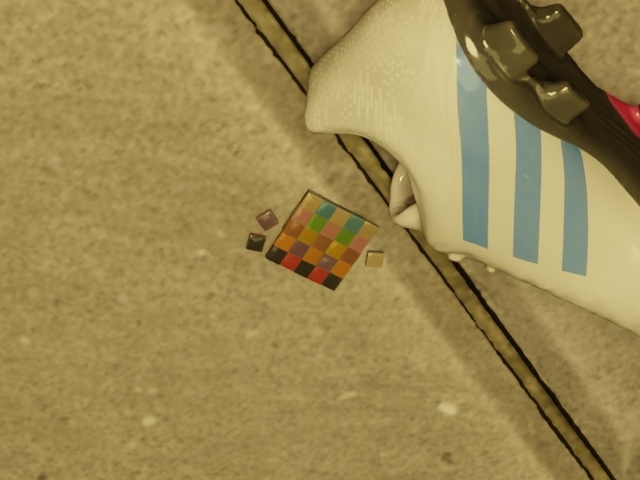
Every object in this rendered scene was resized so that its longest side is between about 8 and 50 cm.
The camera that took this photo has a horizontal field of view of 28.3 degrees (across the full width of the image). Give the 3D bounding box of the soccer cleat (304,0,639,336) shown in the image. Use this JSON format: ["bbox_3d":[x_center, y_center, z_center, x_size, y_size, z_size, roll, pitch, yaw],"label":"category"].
[{"bbox_3d":[0.129,-0.023,0.711,0.143,0.116,0.331,-27,127,34],"label":"soccer cleat"}]

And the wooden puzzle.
[{"bbox_3d":[0.000,0.000,0.745,0.083,0.006,0.049,27,111,-22],"label":"wooden puzzle"}]
